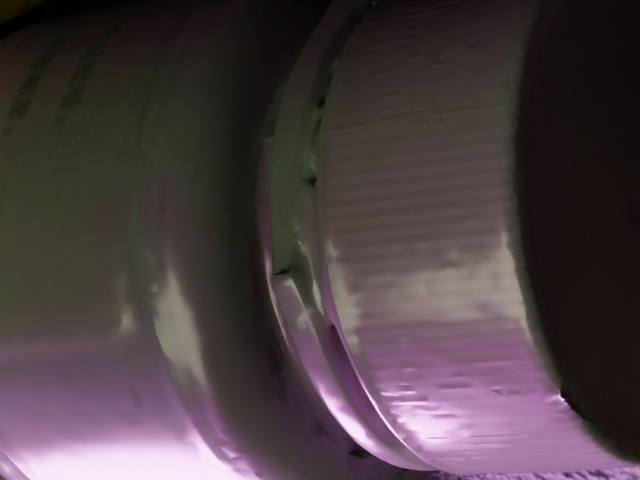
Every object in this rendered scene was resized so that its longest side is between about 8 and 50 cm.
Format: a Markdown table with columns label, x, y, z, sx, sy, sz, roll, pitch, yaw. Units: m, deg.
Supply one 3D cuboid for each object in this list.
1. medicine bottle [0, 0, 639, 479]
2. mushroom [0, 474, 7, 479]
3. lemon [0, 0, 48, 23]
| label | x | y | z | sx | sy | sz | roll | pitch | yaw |
| --- | --- | --- | --- | --- | --- | --- | --- | --- | --- |
| medicine bottle | 0.000 | 0.000 | 0.752 | 0.324 | 0.256 | 0.256 | -6 | 118 | 34 |
| mushroom | -0.176 | 0.091 | 1.054 | 0.226 | 0.178 | 0.226 | 30 | 137 | 33 |
| lemon | -0.210 | -0.208 | 0.744 | 0.253 | 0.310 | 0.254 | 6 | 106 | 21 |
